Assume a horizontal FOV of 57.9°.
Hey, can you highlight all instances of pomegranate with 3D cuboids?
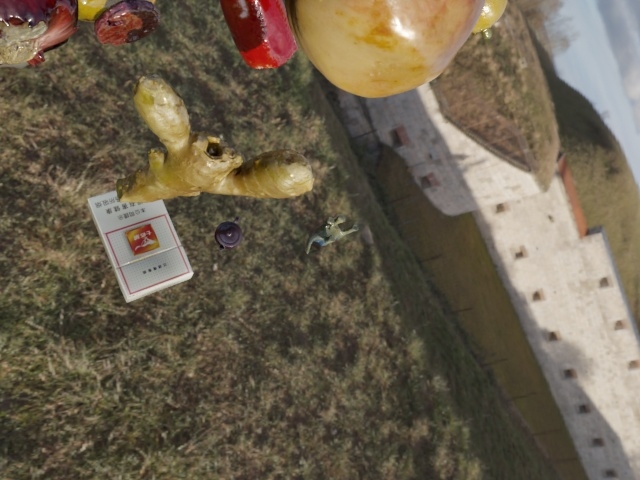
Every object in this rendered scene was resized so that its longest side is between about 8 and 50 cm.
[{"bbox_3d":[0.097,-0.472,1.026,0.411,0.411,0.411,42,40,-49],"label":"pomegranate"}]

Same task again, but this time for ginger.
[{"bbox_3d":[-0.223,-0.142,1.147,0.363,0.348,0.122,18,62,-22],"label":"ginger"}]

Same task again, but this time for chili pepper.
[{"bbox_3d":[-0.158,-0.542,1.267,0.131,0.134,0.338,-46,144,-23],"label":"chili pepper"}]

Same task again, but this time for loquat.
[{"bbox_3d":[0.408,-0.628,1.527,0.149,0.172,0.204,-47,123,-37],"label":"loquat"}]

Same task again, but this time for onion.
[{"bbox_3d":[-0.495,-0.352,0.854,0.195,0.272,0.272,69,26,-16],"label":"onion"}]

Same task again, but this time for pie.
[{"bbox_3d":[-0.416,-0.471,1.250,0.038,0.153,0.153,62,26,-2],"label":"pie"}]

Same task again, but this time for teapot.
[{"bbox_3d":[-0.221,-0.017,1.409,0.068,0.045,0.100,27,73,-8],"label":"teapot"}]

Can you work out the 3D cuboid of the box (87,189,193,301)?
[{"bbox_3d":[-0.554,-0.001,1.784,0.210,0.095,0.330,-21,83,-24],"label":"box"}]

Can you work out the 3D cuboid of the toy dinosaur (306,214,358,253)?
[{"bbox_3d":[0.000,0.000,1.685,0.247,0.188,0.075,-32,86,-43],"label":"toy dinosaur"}]

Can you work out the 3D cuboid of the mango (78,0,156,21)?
[{"bbox_3d":[-0.536,-0.653,1.480,0.173,0.211,0.317,30,31,0],"label":"mango"}]

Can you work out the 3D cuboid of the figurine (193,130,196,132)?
[{"bbox_3d":[-0.506,-0.351,2.167,0.132,0.154,0.132,13,49,-15],"label":"figurine"}]
